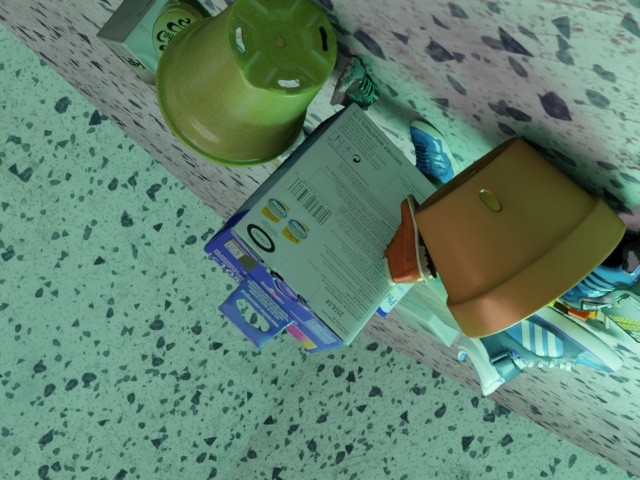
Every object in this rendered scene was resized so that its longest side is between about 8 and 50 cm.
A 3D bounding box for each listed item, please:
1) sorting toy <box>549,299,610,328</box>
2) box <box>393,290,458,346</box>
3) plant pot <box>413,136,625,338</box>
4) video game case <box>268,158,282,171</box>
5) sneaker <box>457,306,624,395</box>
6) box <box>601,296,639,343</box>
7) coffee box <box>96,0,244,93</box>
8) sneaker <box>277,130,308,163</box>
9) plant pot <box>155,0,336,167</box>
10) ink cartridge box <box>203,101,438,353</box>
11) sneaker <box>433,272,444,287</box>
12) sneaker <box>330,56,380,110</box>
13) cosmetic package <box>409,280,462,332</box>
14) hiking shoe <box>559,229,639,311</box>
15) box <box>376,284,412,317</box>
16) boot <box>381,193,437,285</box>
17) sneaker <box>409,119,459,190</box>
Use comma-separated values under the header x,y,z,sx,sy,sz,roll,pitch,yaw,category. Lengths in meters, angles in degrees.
x,y,z,sx,sy,sz,roll,pitch,yaw,category
0.492,0.110,1.845,0.196,0.047,0.347,30,169,26,sorting toy
0.299,0.185,2.588,0.182,0.119,0.181,28,167,38,box
0.278,-0.018,1.386,0.203,0.291,0.291,52,168,-3,plant pot
-0.061,-0.176,2.369,0.227,0.026,0.206,27,167,35,video game case
0.455,0.257,1.976,0.323,0.236,0.130,33,-173,16,sneaker
0.580,0.122,1.592,0.183,0.056,0.231,38,169,-17,box
-0.268,-0.360,1.806,0.119,0.168,0.297,24,164,47,coffee box
-0.046,-0.193,2.081,0.292,0.110,0.118,46,178,-33,sneaker
-0.103,-0.280,1.485,0.276,0.276,0.254,38,158,-13,plant pot
0.000,0.000,1.526,0.270,0.395,0.151,46,152,-9,ink cartridge box
0.244,0.018,2.045,0.302,0.108,0.121,31,173,31,sneaker
0.067,-0.259,1.541,0.076,0.065,0.166,19,174,-5,sneaker
0.313,0.117,2.261,0.160,0.113,0.309,24,164,49,cosmetic package
0.468,0.035,1.482,0.132,0.113,0.304,48,159,-12,hiking shoe
0.142,0.087,2.079,0.072,0.137,0.126,40,178,40,box
0.134,-0.001,1.470,0.085,0.157,0.059,-18,146,24,boot
0.184,-0.138,1.600,0.058,0.084,0.152,26,166,40,sneaker
